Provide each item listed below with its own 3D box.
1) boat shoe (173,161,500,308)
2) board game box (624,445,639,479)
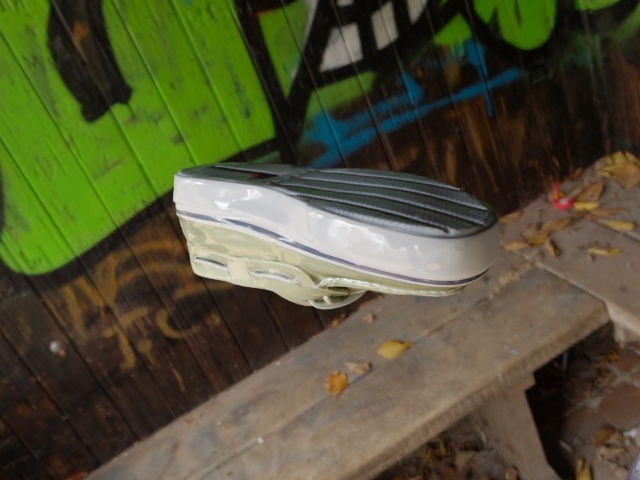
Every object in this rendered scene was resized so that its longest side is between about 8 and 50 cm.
[{"bbox_3d":[0.000,0.000,0.540,0.109,0.094,0.302,-19,22,-38],"label":"boat shoe"},{"bbox_3d":[0.290,0.100,0.503,0.141,0.170,0.048,-1,24,-42],"label":"board game box"}]
